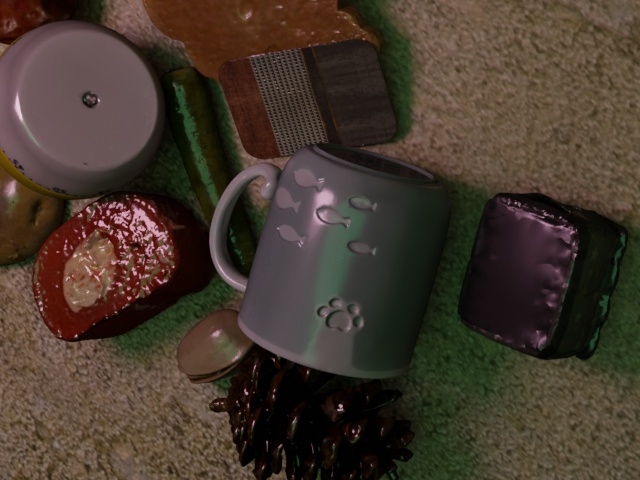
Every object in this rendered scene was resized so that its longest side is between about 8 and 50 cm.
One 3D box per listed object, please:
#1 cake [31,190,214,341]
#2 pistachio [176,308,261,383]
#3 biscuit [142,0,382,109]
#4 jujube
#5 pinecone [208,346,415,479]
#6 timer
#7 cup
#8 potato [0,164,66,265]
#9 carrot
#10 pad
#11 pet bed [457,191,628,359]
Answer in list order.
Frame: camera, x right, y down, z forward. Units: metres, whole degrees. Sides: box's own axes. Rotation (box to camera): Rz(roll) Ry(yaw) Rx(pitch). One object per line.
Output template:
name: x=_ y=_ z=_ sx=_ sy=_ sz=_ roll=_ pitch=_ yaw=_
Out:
cake: x=-0.309 y=0.036 z=1.761 sx=0.283 sy=0.151 sz=0.176 roll=-31 pitch=77 yaw=19
pistachio: x=-0.154 y=0.167 z=1.752 sx=0.149 sy=0.113 sz=0.113 roll=-38 pitch=87 yaw=18
biscuit: x=-0.086 y=-0.339 z=1.643 sx=0.376 sy=0.051 sz=0.269 roll=23 pitch=125 yaw=9
jujube: x=-0.492 y=-0.395 z=1.732 sx=0.255 sy=0.190 sz=0.189 roll=6 pitch=101 yaw=23
pinecone: x=-0.009 y=0.255 z=1.658 sx=0.309 sy=0.244 sz=0.243 roll=16 pitch=103 yaw=4
timer: x=-0.385 y=-0.184 z=1.706 sx=0.285 sy=0.285 sz=0.285 roll=3 pitch=100 yaw=17
cup: x=0.000 y=0.000 z=1.612 sx=0.357 sy=0.259 sz=0.274 roll=23 pitch=104 yaw=26
potato: x=-0.502 y=-0.032 z=1.834 sx=0.138 sy=0.098 sz=0.243 roll=29 pitch=107 yaw=9
carrot: x=-0.163 y=-0.092 z=1.736 sx=0.074 sy=0.074 sz=0.358 roll=-17 pitch=97 yaw=19
pad: x=-0.049 y=-0.256 z=1.608 sx=0.250 sy=0.055 sz=0.323 roll=-6 pitch=138 yaw=23
pet bed: x=0.316 y=0.046 z=1.573 sx=0.183 sy=0.159 sz=0.210 roll=22 pitch=105 yaw=40
